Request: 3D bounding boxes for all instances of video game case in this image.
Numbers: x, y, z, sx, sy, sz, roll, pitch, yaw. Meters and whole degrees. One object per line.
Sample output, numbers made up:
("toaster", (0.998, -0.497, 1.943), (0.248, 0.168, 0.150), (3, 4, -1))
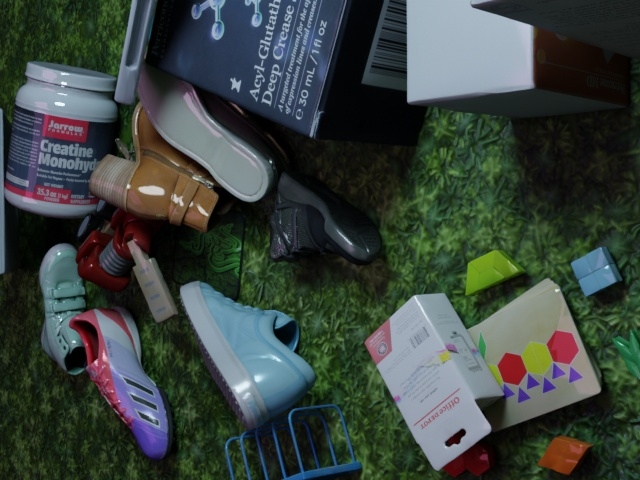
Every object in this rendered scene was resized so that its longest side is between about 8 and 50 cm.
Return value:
("video game case", (-0.252, -0.421, 1.388), (0.300, 0.036, 0.329), (117, 159, -49))

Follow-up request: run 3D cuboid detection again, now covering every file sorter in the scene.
("file sorter", (-0.047, 0.324, 1.395), (0.170, 0.118, 0.104), (-33, 64, 40))

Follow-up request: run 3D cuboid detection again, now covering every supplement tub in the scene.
("supplement tub", (-0.494, -0.192, 1.773), (0.191, 0.191, 0.272), (23, 107, 42))

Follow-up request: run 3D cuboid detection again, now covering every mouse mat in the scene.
("mouse mat", (-0.198, 0.015, 1.615), (0.189, 0.007, 0.153), (11, 98, 43))

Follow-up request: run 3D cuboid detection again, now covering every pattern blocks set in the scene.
("pattern blocks set", (0.255, 0.150, 1.155), (0.325, 0.026, 0.285), (-23, 75, 43))

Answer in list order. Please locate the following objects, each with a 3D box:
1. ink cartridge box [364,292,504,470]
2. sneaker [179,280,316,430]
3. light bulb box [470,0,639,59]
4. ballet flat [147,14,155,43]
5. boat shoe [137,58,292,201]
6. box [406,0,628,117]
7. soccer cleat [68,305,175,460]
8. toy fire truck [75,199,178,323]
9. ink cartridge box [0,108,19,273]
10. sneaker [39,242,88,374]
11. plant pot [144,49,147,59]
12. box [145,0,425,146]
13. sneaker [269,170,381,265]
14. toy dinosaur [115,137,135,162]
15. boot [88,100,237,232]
("ink cartridge box", (0.153, 0.181, 1.191), (0.115, 0.067, 0.198), (-47, 58, 35))
("sneaker", (-0.112, 0.161, 1.472), (0.366, 0.150, 0.135), (48, 157, 52))
("light bulb box", (0.324, -0.374, 0.848), (0.225, 0.361, 0.358), (1, 91, 43))
("ballet flat", (-0.226, -0.373, 1.590), (0.203, 0.074, 0.074), (-14, 80, 41))
("boat shoe", (-0.171, -0.181, 1.468), (0.305, 0.091, 0.109), (44, 124, 15))
("box", (0.225, -0.323, 1.047), (0.168, 0.215, 0.345), (1, 92, 44))
("soccer cleat", (-0.368, 0.266, 1.707), (0.108, 0.116, 0.318), (-44, 61, 36))
("toy fire truck", (-0.331, 0.034, 1.618), (0.217, 0.158, 0.246), (-43, 31, 35))
("ink cartridge box", (-0.677, -0.092, 1.928), (0.330, 0.071, 0.324), (176, 93, -75))
("sneaker", (-0.492, 0.141, 1.842), (0.151, 0.094, 0.256), (33, 123, 46))
("plant pot", (-0.216, -0.293, 1.564), (0.096, 0.109, 0.109), (-36, 66, 28))
("box", (-0.032, -0.332, 1.303), (0.395, 0.212, 0.293), (29, 111, 41))
("sneaker", (0.000, 0.000, 1.367), (0.227, 0.087, 0.130), (38, 118, 41))
("toy dinosaur", (-0.355, -0.113, 1.748), (0.092, 0.053, 0.183), (-29, 63, 57))
("boot", (-0.227, -0.141, 1.555), (0.220, 0.283, 0.109), (18, 138, 12))
